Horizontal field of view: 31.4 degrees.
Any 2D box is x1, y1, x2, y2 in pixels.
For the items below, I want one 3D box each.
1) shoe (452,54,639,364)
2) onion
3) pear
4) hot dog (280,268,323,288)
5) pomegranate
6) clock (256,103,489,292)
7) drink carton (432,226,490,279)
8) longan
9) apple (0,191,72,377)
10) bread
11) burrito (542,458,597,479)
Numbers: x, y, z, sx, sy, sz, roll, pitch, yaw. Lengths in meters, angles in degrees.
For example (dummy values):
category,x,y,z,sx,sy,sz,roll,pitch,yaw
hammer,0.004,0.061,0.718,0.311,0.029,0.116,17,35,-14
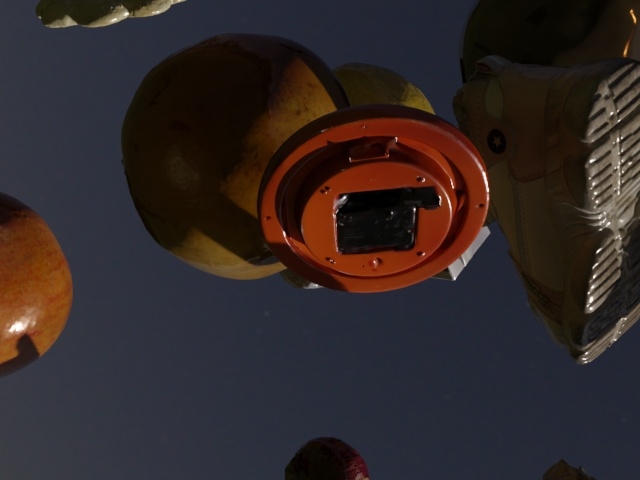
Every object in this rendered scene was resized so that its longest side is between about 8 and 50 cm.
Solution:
category,x,y,z,sx,sy,sz,roll,pitch,yaw
shoe,0.258,-0.044,1.221,0.198,0.172,0.351,25,-48,42
onion,0.013,0.268,1.265,0.107,0.097,0.107,28,-46,34
pear,0.089,-0.207,2.162,0.271,0.271,0.271,24,-63,61
hot dog,0.000,0.000,1.704,0.099,0.053,0.192,35,-52,7
pomegranate,-0.088,-0.087,1.200,0.264,0.264,0.264,24,-63,61
clock,0.047,-0.030,0.995,0.051,0.205,0.205,-94,-163,-47
drink carton,0.093,-0.036,1.481,0.222,0.102,0.134,6,-45,44
longan,0.393,-0.301,1.706,0.336,0.404,0.404,48,-36,13
apple,-0.524,0.070,1.632,0.299,0.275,0.299,7,-73,24
bread,-0.330,-0.389,1.838,0.182,0.250,0.039,-135,-147,-61
burrito,0.250,0.247,1.086,0.149,0.041,0.055,-148,-137,-83
